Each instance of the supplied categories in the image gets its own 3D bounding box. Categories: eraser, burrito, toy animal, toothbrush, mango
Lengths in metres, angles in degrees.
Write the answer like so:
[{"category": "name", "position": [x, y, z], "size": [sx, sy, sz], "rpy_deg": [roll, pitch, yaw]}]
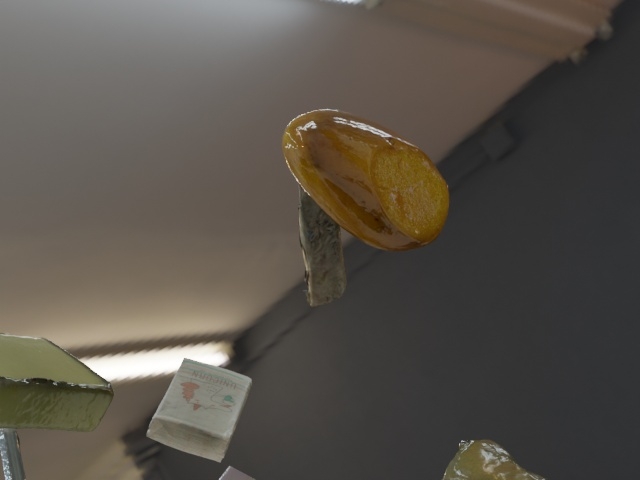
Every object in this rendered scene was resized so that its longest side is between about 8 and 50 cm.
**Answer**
[{"category": "eraser", "position": [-0.288, 0.130, 1.271], "size": [0.172, 0.117, 0.058], "rpy_deg": [16, -79, -59]}, {"category": "burrito", "position": [0.001, 0.001, 1.540], "size": [0.051, 0.042, 0.171], "rpy_deg": [-19, -56, -18]}, {"category": "toy animal", "position": [0.187, 0.234, 1.154], "size": [0.103, 0.218, 0.101], "rpy_deg": [-20, -52, -43]}, {"category": "toothbrush", "position": [-0.355, 0.239, 1.552], "size": [0.025, 0.342, 0.030], "rpy_deg": [-25, -15, 38]}, {"category": "mango", "position": [0.039, -0.065, 1.435], "size": [0.102, 0.141, 0.217], "rpy_deg": [-21, -37, 38]}]

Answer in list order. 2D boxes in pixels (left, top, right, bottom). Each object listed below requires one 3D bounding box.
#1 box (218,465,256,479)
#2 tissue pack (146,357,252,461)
[{"category": "box", "position": [-0.099, 0.380, 1.779], "size": [0.129, 0.130, 0.051], "rpy_deg": [-50, -23, -41]}, {"category": "tissue pack", "position": [-0.083, 0.117, 0.955], "size": [0.108, 0.056, 0.023], "rpy_deg": [-67, -5, -73]}]
